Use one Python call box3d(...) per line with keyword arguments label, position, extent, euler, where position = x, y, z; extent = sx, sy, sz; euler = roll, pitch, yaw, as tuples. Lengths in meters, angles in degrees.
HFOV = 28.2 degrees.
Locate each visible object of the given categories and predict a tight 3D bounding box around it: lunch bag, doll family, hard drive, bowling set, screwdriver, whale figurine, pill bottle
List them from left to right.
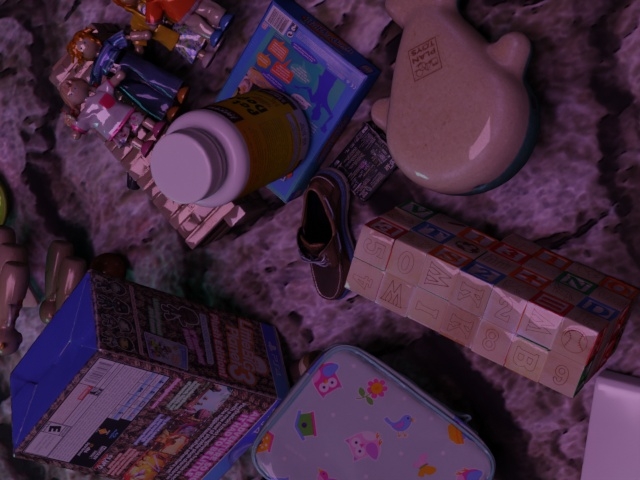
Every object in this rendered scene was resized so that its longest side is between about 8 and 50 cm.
box3d(label="bowling set", position=(-0.377, 0.088, 1.792), extent=(0.200, 0.287, 0.154), euler=(8, 101, -18))
box3d(label="screwdriver", position=(-0.251, -0.153, 1.765), extent=(0.025, 0.024, 0.169), euler=(24, 111, 52))
box3d(label="doll family", position=(-0.229, -0.238, 1.611), extent=(0.163, 0.118, 0.263), euler=(33, 97, -2))
box3d(label="pill bottle", position=(-0.110, -0.109, 1.527), extent=(0.117, 0.215, 0.117), euler=(9, 110, 26))
box3d(label="lunch bag", position=(0.072, 0.272, 1.607), extent=(0.279, 0.108, 0.224), euler=(38, 82, -1))
box3d(label="whale figurine", position=(0.161, -0.182, 1.487), extent=(0.216, 0.141, 0.272), euler=(-26, 67, 31))
box3d(label="hard drive", position=(0.464, 0.284, 1.495), extent=(0.308, 0.040, 0.203), euler=(13, 110, 25))

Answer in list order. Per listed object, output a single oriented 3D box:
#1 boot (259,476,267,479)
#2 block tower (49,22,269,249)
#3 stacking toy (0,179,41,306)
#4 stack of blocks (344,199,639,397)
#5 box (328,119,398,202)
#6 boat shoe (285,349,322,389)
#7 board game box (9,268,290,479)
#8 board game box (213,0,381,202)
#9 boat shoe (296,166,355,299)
box3d(label="boot", position=(-0.082, 0.484, 1.841), extent=(0.280, 0.096, 0.264), euler=(-32, 96, 39))
box3d(label="block tower", position=(-0.221, -0.136, 1.697), extent=(0.097, 0.091, 0.335), euler=(-44, 83, 20))
box3d(label="stacking toy", position=(-0.581, 0.016, 1.968), extent=(0.280, 0.130, 0.308), euler=(-18, 100, 5))
box3d(label="stack of blocks", position=(0.201, 0.056, 1.492), extent=(0.297, 0.171, 0.087), euler=(25, 115, 21))
box3d(label="box", position=(0.059, -0.100, 1.610), extent=(0.067, 0.018, 0.083), euler=(46, 120, 9))
box3d(label="boat shoe", position=(0.016, 0.259, 1.710), extent=(0.073, 0.080, 0.223), euler=(-27, 86, 37))
box3d(label="board game box", position=(-0.226, 0.197, 1.684), extent=(0.232, 0.291, 0.141), euler=(-48, 38, 30))
box3d(label="board game box", position=(-0.043, -0.178, 1.625), extent=(0.160, 0.047, 0.210), euler=(41, 119, 11))
box3d(label="boat shoe", position=(0.000, 0.000, 1.635), extent=(0.066, 0.066, 0.183), euler=(9, 117, 32))
